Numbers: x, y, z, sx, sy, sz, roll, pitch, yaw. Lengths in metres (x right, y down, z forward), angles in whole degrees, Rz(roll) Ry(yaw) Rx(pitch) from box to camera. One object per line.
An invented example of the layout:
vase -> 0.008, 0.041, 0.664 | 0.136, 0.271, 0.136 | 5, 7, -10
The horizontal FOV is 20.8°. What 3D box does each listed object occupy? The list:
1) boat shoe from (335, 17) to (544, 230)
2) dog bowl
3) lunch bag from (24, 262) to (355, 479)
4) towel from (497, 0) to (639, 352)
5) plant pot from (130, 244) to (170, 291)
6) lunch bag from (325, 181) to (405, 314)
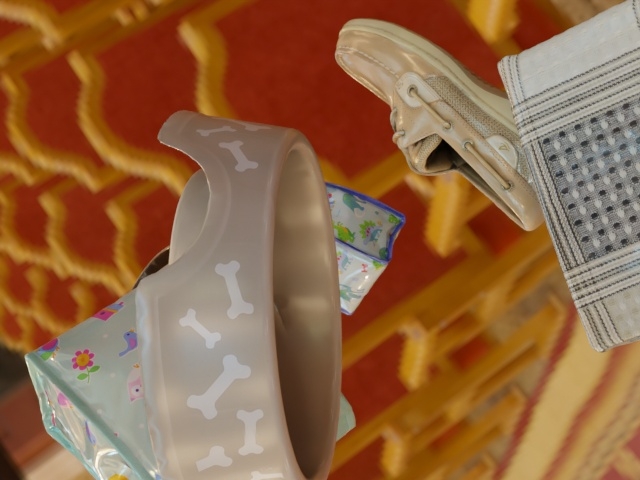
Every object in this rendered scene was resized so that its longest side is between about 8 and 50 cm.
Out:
boat shoe -> 0.125, -0.129, 1.861 | 0.341, 0.110, 0.121 | 35, 171, 35
dog bowl -> -0.057, 0.063, 1.445 | 0.349, 0.102, 0.348 | -3, -90, -79
lunch bag -> -0.123, 0.169, 1.716 | 0.262, 0.223, 0.160 | 39, 150, 31
towel -> 0.341, -0.081, 1.601 | 0.056, 0.324, 0.312 | -3, -106, -58
plant pot -> -0.128, 0.145, 2.308 | 0.230, 0.215, 0.215 | 26, 179, -27
lunch bag -> 0.000, 0.000, 1.968 | 0.151, 0.096, 0.129 | 27, 143, -5
